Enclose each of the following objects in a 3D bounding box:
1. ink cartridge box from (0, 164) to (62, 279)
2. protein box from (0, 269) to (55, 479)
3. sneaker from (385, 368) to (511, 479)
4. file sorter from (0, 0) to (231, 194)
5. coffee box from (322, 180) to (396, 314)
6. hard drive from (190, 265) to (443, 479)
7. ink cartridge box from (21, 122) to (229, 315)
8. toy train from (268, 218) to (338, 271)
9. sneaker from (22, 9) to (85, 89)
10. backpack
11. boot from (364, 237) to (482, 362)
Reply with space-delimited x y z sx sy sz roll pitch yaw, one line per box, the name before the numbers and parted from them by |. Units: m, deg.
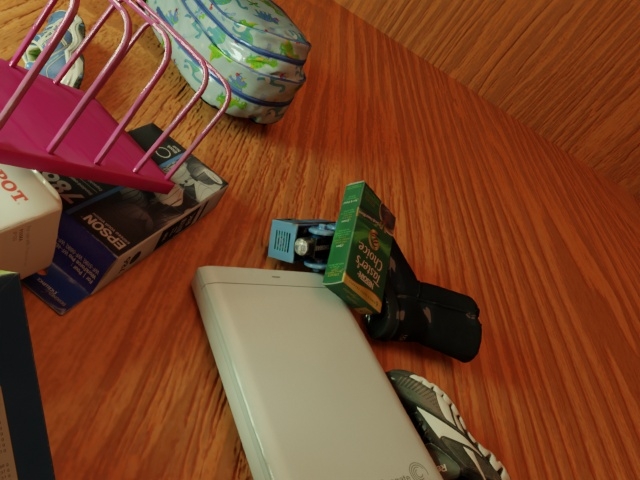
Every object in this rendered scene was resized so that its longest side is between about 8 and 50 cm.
ink cartridge box | -0.425 -0.015 0.479 0.207 0.117 0.283 45 42 10
protein box | -0.308 0.133 0.343 0.200 0.136 0.201 -14 101 -49
sneaker | 0.160 0.281 0.726 0.234 0.078 0.106 48 34 10
file sorter | -0.267 -0.200 0.605 0.202 0.182 0.291 45 12 14
coffee box | 0.067 0.013 0.832 0.113 0.041 0.184 44 50 -39
hard drive | -0.013 0.178 0.684 0.233 0.047 0.353 7 40 -37
ink cartridge box | -0.280 -0.052 0.724 0.165 0.065 0.332 39 36 0
toy train | 0.000 0.000 0.883 0.105 0.080 0.184 16 12 32
sneaker | -0.438 -0.320 0.868 0.081 0.080 0.211 12 41 -37
backpack | -0.176 -0.397 1.075 0.290 0.273 0.355 6 58 -47
boot | 0.172 0.089 0.936 0.207 0.094 0.246 17 44 -24
